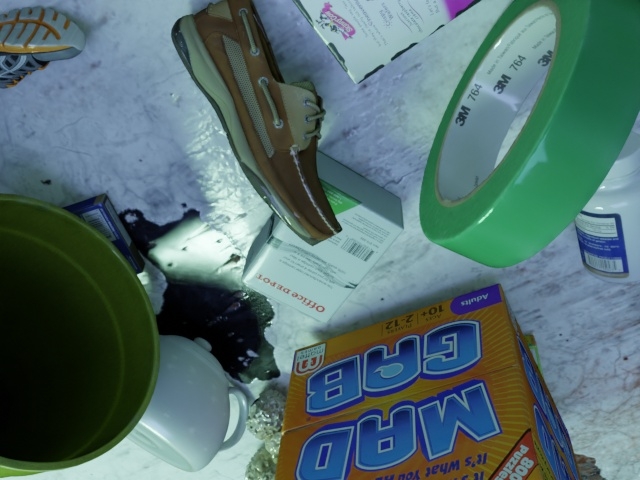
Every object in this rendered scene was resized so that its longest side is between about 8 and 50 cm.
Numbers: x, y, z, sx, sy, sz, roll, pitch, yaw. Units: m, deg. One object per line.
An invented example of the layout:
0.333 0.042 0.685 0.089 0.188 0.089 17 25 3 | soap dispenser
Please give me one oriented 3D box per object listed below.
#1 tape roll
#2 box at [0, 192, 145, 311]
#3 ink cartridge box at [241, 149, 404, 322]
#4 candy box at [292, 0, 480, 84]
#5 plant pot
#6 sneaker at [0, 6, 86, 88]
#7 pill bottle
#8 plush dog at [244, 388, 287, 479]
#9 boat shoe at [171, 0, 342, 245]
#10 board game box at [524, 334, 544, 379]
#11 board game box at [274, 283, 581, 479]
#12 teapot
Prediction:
0.216 -0.131 0.752 0.077 0.321 0.321 23 123 -11 | tape roll
-0.404 0.022 1.067 0.225 0.037 0.137 -17 122 6 | box
0.000 0.000 1.000 0.153 0.087 0.208 29 120 -15 | ink cartridge box
0.090 -0.313 0.790 0.233 0.071 0.159 -30 117 22 | candy box
-0.479 0.180 0.959 0.353 0.367 0.366 -31 117 31 | plant pot
-0.398 -0.238 0.884 0.214 0.084 0.083 -2 137 10 | sneaker
0.394 -0.047 0.921 0.111 0.112 0.187 -14 122 14 | pill bottle
-0.037 0.422 1.205 0.210 0.225 0.263 7 124 0 | plush dog
-0.055 -0.150 0.842 0.119 0.122 0.324 -30 95 8 | boat shoe
0.242 0.237 1.173 0.259 0.039 0.124 -14 121 12 | board game box
0.177 0.351 1.023 0.356 0.356 0.356 -21 120 19 | board game box
-0.238 0.246 1.139 0.252 0.187 0.256 30 150 6 | teapot
